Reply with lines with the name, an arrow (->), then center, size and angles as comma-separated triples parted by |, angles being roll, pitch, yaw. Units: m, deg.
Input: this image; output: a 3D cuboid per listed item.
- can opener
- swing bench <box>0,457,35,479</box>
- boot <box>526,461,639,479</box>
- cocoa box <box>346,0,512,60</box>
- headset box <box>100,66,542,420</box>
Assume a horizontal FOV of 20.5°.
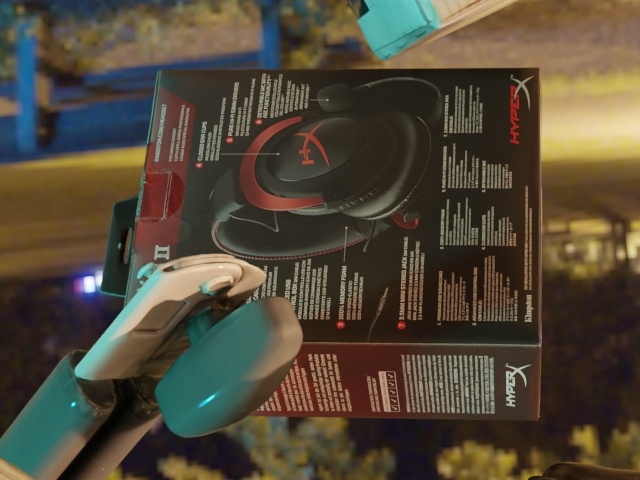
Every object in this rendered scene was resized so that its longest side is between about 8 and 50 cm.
can opener -> -0.120, 0.103, 1.012 | 0.074, 0.093, 0.280 | 6, 142, -41
swing bench -> -0.168, 0.217, 0.717 | 0.165, 0.254, 0.253 | 11, -179, -2
boot -> 0.251, 0.081, 0.917 | 0.263, 0.229, 0.091 | 11, 153, 11
cocoa box -> 0.053, -0.275, 0.677 | 0.228, 0.347, 0.231 | -27, -175, -1
headset box -> 0.000, 0.000, 1.176 | 0.293, 0.218, 0.110 | 0, 147, 6
